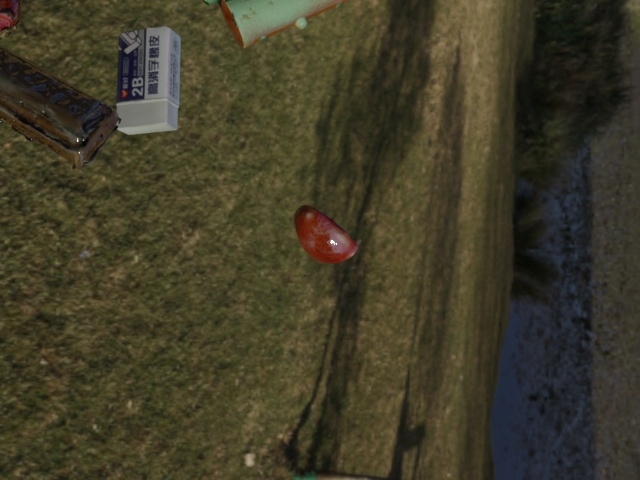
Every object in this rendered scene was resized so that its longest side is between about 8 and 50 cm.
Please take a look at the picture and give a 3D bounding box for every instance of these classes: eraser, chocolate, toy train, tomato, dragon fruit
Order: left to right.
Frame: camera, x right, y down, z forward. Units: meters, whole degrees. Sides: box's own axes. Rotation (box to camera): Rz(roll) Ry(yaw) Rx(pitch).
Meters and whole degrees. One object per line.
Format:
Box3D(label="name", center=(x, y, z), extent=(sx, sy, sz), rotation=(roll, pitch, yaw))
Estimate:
Box3D(label="dragon fruit", center=(-0.665, -0.496, 1.388), extent=(0.246, 0.125, 0.125), rotation=(50, 47, 10))
Box3D(label="chocolate", center=(-0.416, -0.212, 0.917), extent=(0.102, 0.329, 0.065), rotation=(-59, 180, -25))
Box3D(label="eraser", center=(-0.363, -0.335, 1.512), extent=(0.068, 0.124, 0.210), rotation=(29, 60, -73))
Box3D(label="toy train", center=(-0.072, -0.467, 1.317), extent=(0.177, 0.285, 0.116), rotation=(62, -12, -1))
Box3D(label="tomato", center=(-0.007, -0.004, 1.693), extent=(0.174, 0.166, 0.082), rotation=(42, 76, -21))
